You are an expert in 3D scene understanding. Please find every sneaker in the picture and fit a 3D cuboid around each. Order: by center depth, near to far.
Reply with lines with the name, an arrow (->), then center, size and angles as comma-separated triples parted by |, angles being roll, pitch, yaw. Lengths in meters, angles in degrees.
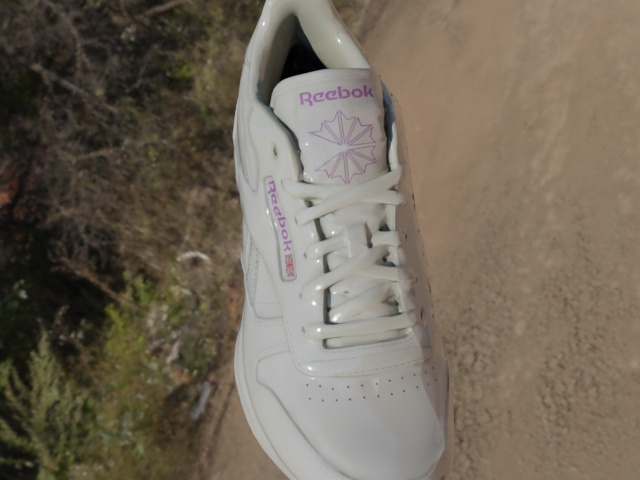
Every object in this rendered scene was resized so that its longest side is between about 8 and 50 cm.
sneaker -> 0.000, 0.000, 0.499 | 0.152, 0.114, 0.305 | 96, 163, -62
